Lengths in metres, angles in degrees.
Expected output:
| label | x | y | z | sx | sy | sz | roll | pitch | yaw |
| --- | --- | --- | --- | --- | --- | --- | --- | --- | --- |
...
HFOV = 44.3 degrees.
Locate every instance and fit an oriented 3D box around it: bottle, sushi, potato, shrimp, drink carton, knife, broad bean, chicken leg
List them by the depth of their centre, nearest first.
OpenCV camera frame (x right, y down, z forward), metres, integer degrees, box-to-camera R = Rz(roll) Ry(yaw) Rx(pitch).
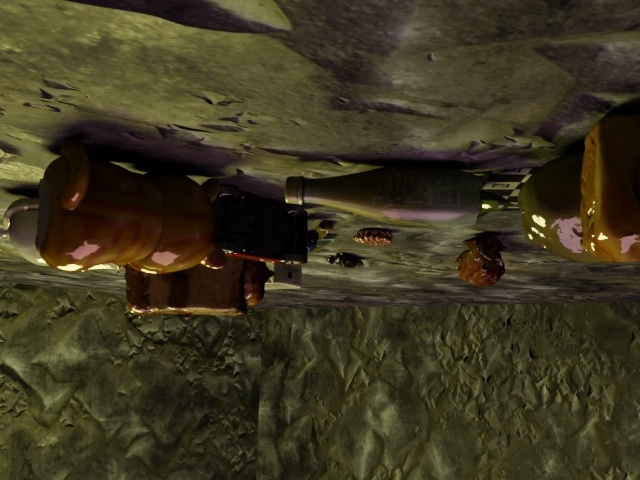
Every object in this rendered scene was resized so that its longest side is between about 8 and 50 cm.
| label | x | y | z | sx | sy | sz | roll | pitch | yaw |
| --- | --- | --- | --- | --- | --- | --- | --- | --- | --- |
| potato | 0.354 | -0.045 | 0.992 | 0.201 | 0.154 | 0.137 | -8 | -152 | 11 |
| bottle | 0.085 | -0.064 | 1.089 | 0.270 | 0.083 | 0.083 | 3 | 171 | 2 |
| sushi | 0.363 | -0.056 | 1.197 | 0.264 | 0.050 | 0.290 | -3 | 171 | 29 |
| broad bean | 0.194 | -0.055 | 1.219 | 0.060 | 0.043 | 0.297 | 8 | 175 | -31 |
| knife | 0.001 | 0.000 | 1.704 | 0.061 | 0.027 | 0.343 | -1 | 172 | -9 |
| chicken leg | 0.354 | 0.041 | 1.746 | 0.113 | 0.093 | 0.304 | 11 | 170 | 15 |
| drink carton | -0.170 | 0.073 | 1.973 | 0.222 | 0.101 | 0.134 | -3 | 168 | 29 |
| shrimp | 0.054 | 0.057 | 2.041 | 0.091 | 0.034 | 0.161 | -1 | 172 | 20 |

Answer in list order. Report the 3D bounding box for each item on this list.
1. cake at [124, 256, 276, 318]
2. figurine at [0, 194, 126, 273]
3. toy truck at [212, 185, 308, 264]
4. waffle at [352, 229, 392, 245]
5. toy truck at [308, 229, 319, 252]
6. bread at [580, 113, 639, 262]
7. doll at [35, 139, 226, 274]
| label | x | y | z | sx | sy | sz | roll | pitch | yaw |
| --- | --- | --- | --- | --- | --- | --- | --- | --- | --- |
| cake | -0.239 | 0.066 | 1.613 | 0.293 | 0.196 | 0.198 | 3 | 170 | -1 |
| figurine | -0.444 | -0.021 | 1.377 | 0.237 | 0.141 | 0.162 | 4 | 143 | -2 |
| toy truck | -0.128 | -0.018 | 1.339 | 0.114 | 0.107 | 0.253 | -6 | 169 | 38 |
| waffle | 0.109 | -0.007 | 1.636 | 0.083 | 0.029 | 0.075 | 6 | 170 | -15 |
| toy truck | -0.069 | -0.020 | 1.500 | 0.136 | 0.074 | 0.063 | 44 | 163 | -4 |
| bread | 0.431 | -0.045 | 0.839 | 0.295 | 0.166 | 0.132 | 4 | 164 | 3 |
| doll | -0.273 | -0.034 | 1.110 | 0.162 | 0.166 | 0.270 | -3 | 173 | 40 |
